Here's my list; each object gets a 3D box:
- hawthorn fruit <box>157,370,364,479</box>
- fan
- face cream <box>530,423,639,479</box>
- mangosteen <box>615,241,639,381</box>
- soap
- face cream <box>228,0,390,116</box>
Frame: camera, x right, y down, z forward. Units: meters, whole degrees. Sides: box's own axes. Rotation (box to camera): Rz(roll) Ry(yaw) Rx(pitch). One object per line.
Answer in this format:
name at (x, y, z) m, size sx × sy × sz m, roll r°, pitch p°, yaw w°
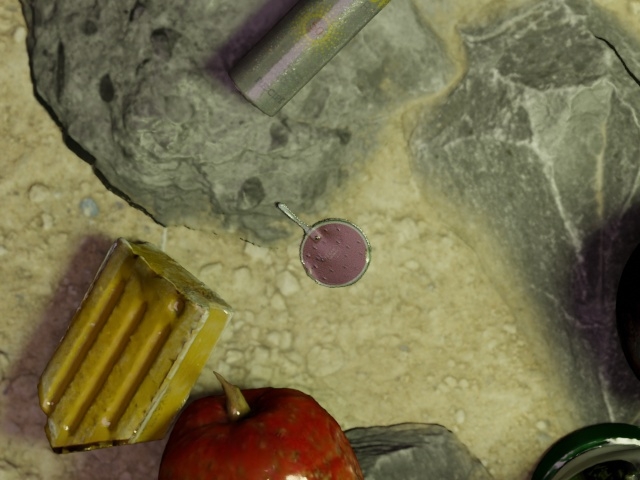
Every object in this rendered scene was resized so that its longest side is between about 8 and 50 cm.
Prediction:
hawthorn fruit at (-0.063, 0.296, 1.981) m, size 0.258 × 0.258 × 0.262 m, roll -6°, pitch 75°, yaw 2°
fan at (0.000, 0.000, 2.022) m, size 0.133 × 0.005 × 0.085 m, roll 40°, pitch 102°, yaw -9°
face cream at (0.352, 0.363, 1.924) m, size 0.312 × 0.357 × 0.219 m, roll -29°, pitch 101°, yaw 8°
mangosteen at (0.474, 0.100, 1.889) m, size 0.300 × 0.300 × 0.300 m, roll 0°, pitch 104°, yaw 1°
soap at (-0.227, 0.145, 1.994) m, size 0.160 × 0.080 × 0.257 m, roll 38°, pitch 106°, yaw 29°
face cream at (0.018, -0.259, 1.923) m, size 0.283 × 0.073 × 0.073 m, roll -44°, pitch 99°, yaw 10°
